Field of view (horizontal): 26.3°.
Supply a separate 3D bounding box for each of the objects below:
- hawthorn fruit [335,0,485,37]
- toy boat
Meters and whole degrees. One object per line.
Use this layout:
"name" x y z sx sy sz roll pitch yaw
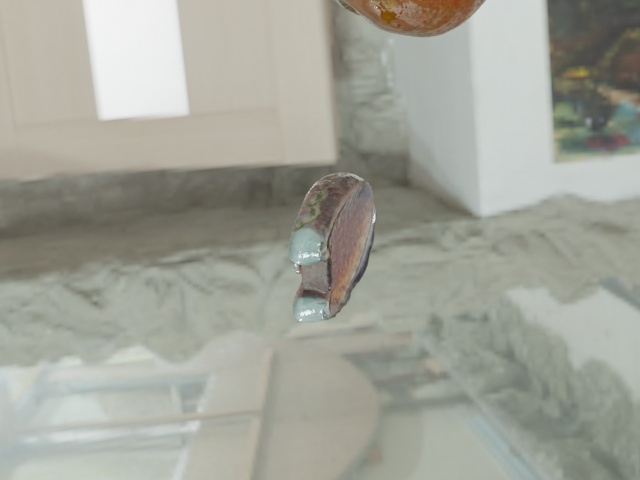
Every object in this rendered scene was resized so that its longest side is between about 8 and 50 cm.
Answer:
"hawthorn fruit" 0.110 -0.404 1.614 0.277 0.298 0.277 4 -126 -6
"toy boat" 0.000 0.000 1.690 0.085 0.155 0.227 6 -148 19
